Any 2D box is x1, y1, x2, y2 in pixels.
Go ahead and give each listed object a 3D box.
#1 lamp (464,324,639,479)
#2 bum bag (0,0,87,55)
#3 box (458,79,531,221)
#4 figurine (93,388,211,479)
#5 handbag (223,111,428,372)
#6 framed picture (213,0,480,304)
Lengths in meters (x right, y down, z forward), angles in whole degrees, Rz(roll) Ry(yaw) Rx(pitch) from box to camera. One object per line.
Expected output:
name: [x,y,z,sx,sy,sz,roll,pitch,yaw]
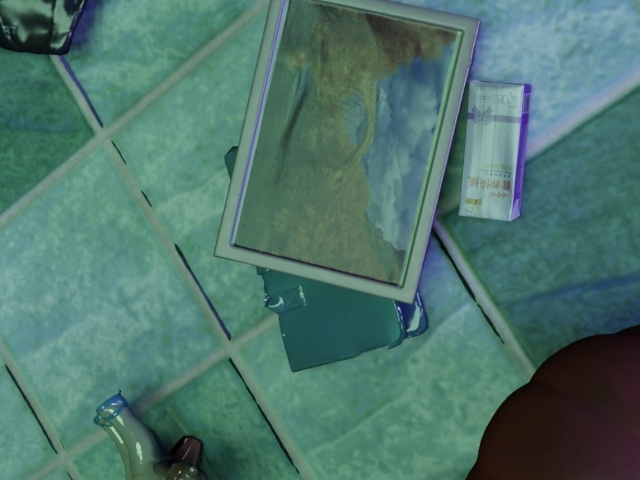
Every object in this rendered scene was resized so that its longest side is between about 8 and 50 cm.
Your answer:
lamp: [0.246,0.211,0.809,0.303,0.257,0.303,-2,97,-18]
bum bag: [-0.353,-0.249,1.119,0.310,0.074,0.137,1,88,23]
box: [0.148,-0.077,0.939,0.050,0.036,0.117,10,103,22]
figurine: [-0.125,0.251,1.066,0.260,0.103,0.205,54,139,12]
handbag: [0.000,0.000,1.009,0.144,0.057,0.221,-16,91,29]
framed picture: [0.021,-0.085,0.945,0.184,0.016,0.250,15,94,9]
